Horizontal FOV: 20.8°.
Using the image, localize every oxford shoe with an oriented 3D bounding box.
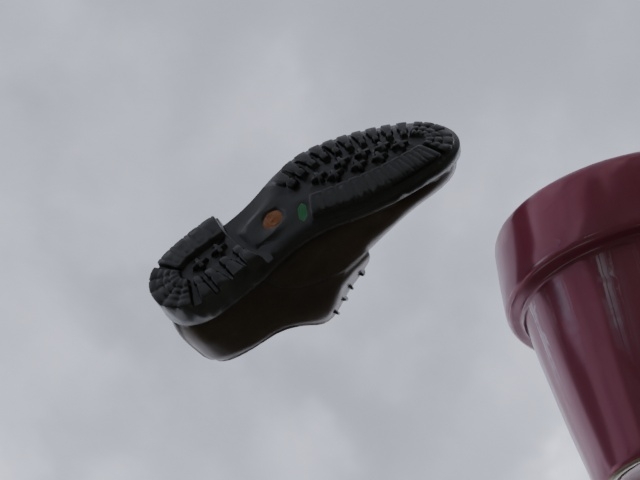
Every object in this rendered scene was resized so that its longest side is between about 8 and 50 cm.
[{"bbox_3d":[0.000,0.000,1.167,0.227,0.083,0.096,-32,-50,-4],"label":"oxford shoe"}]

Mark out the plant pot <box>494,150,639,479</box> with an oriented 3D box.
[{"bbox_3d":[0.221,0.067,1.094,0.201,0.201,0.180,16,-128,-33],"label":"plant pot"}]
